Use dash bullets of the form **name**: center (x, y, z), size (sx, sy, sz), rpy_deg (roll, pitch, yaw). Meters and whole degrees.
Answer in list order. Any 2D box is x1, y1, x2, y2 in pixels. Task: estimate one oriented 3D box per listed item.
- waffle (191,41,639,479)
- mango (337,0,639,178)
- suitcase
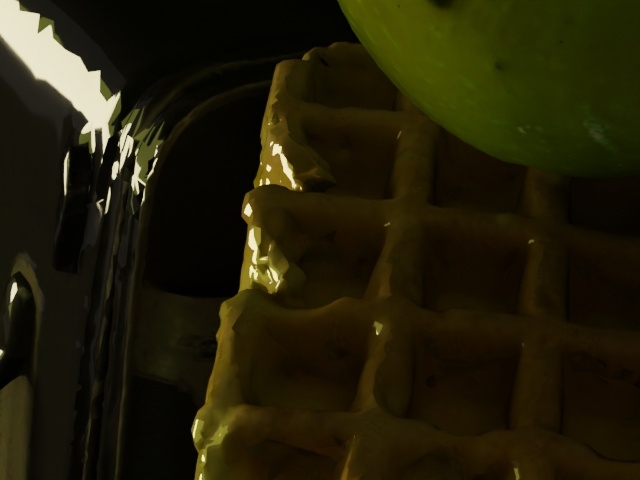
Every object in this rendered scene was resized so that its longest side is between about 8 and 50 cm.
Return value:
- **waffle**: center (0.050, 0.034, 0.505), size (0.211, 0.160, 0.055), rpy_deg (-78, -6, -46)
- **mango**: center (0.087, -0.118, 0.517), size (0.293, 0.143, 0.175), rpy_deg (-56, -17, -65)
- **suitcase**: center (-0.009, 0.066, 0.776), size (0.194, 0.283, 0.434), rpy_deg (43, 135, 44)
